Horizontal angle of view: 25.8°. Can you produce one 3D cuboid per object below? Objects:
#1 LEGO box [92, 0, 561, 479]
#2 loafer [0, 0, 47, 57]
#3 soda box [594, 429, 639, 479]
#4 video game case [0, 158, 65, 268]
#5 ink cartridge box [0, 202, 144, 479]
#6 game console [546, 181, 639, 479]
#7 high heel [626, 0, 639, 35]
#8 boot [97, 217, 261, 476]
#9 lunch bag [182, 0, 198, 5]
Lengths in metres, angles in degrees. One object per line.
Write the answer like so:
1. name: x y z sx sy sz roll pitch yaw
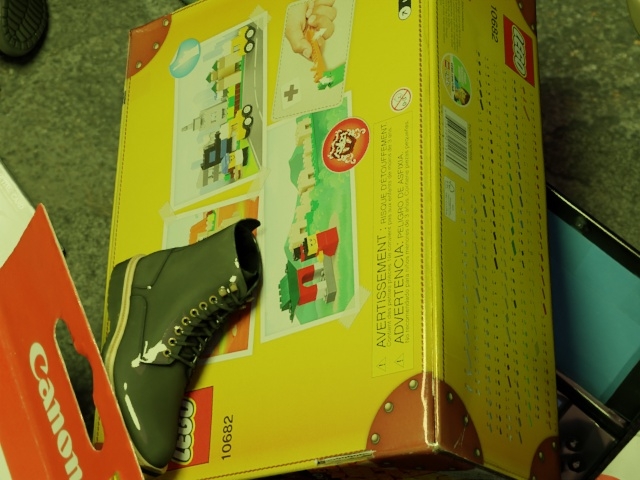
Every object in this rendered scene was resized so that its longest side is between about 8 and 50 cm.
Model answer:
1. LEGO box: 0.000 0.000 1.257 0.373 0.193 0.500 -16 61 35
2. loafer: -0.359 -0.289 1.567 0.078 0.080 0.220 -18 54 19
3. soda box: 0.263 0.273 1.267 0.091 0.098 0.286 41 75 18
4. video game case: -0.432 0.009 1.431 0.274 0.026 0.196 -35 85 -11
5. ink cartridge box: -0.303 0.198 1.195 0.091 0.385 0.308 -3 59 -40
6. game console: 0.160 0.092 1.308 0.293 0.173 0.250 39 68 18
7. high heel: 0.408 -0.303 1.512 0.186 0.093 0.261 -30 59 -3
8. boot: -0.106 0.079 1.129 0.137 0.077 0.197 -23 58 26
9. lunch bag: -0.070 -0.319 1.456 0.223 0.262 0.160 40 74 17
